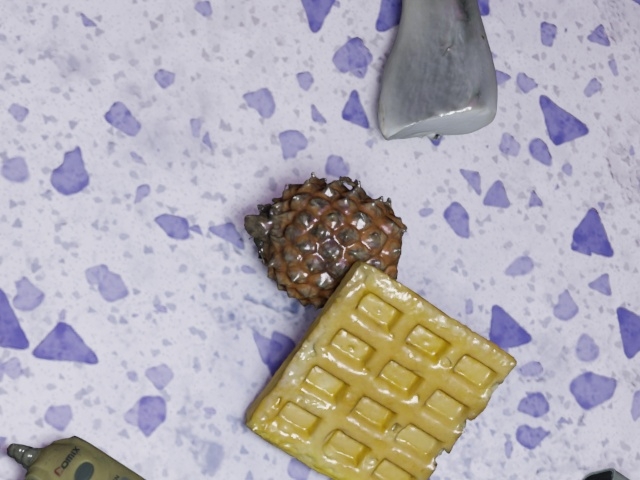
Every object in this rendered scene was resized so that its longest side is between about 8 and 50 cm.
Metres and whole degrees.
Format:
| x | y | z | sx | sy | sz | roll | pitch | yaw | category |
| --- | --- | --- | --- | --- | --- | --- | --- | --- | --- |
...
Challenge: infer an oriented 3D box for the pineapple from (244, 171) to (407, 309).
| x | y | z | sx | sy | sz | roll | pitch | yaw | category |
| --- | --- | --- | --- | --- | --- | --- | --- | --- | --- |
| 0.000 | 0.000 | 1.624 | 0.193 | 0.166 | 0.166 | 15 | 68 | -17 | pineapple |

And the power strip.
| x | y | z | sx | sy | sz | roll | pitch | yaw | category |
| --- | --- | --- | --- | --- | --- | --- | --- | --- | --- |
| -0.169 | 0.321 | 1.464 | 0.387 | 0.066 | 0.092 | 32 | 44 | 1 | power strip |

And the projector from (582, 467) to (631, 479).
| x | y | z | sx | sy | sz | roll | pitch | yaw | category |
| --- | --- | --- | --- | --- | --- | --- | --- | --- | --- |
| 0.367 | 0.343 | 1.708 | 0.082 | 0.083 | 0.083 | 34 | 63 | -10 | projector |

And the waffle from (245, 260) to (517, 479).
| x | y | z | sx | sy | sz | roll | pitch | yaw | category |
| --- | --- | --- | --- | --- | --- | --- | --- | --- | --- |
| 0.067 | 0.171 | 1.580 | 0.221 | 0.055 | 0.248 | 33 | 104 | -11 | waffle |

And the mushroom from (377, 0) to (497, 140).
| x | y | z | sx | sy | sz | roll | pitch | yaw | category |
| --- | --- | --- | --- | --- | --- | --- | --- | --- | --- |
| 0.149 | -0.284 | 1.798 | 0.159 | 0.122 | 0.329 | 8 | 70 | -30 | mushroom |
